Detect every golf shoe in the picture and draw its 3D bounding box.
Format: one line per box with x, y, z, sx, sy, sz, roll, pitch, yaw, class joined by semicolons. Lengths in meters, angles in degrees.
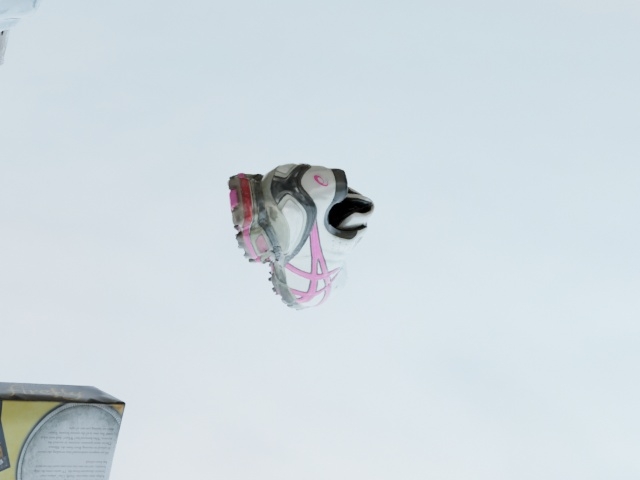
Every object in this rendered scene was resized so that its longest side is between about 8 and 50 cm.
0.000;0.000;1.166;0.086;0.067;0.186;-12;161;10;golf shoe

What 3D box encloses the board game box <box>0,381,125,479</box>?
-0.242;0.165;1.019;0.243;0.165;0.042;8;-172;-41;board game box

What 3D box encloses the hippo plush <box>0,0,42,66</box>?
-0.210;-0.241;0.867;0.236;0.294;0.234;30;-138;-13;hippo plush
